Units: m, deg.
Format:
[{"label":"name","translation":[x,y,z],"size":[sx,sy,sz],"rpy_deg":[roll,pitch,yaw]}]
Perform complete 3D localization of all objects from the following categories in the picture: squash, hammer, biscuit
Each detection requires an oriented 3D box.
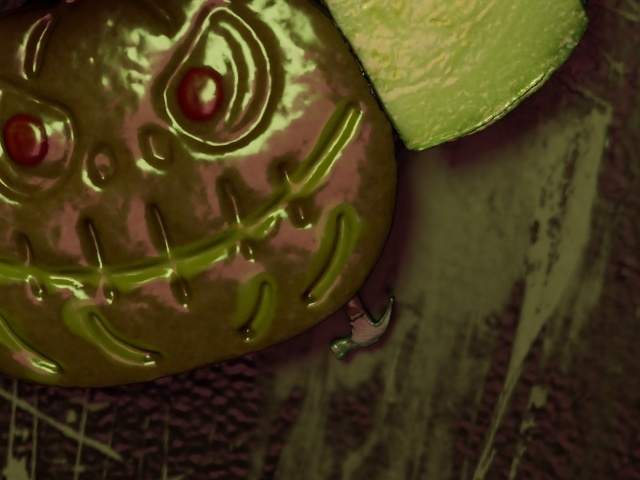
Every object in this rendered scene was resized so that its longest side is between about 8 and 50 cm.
[{"label":"squash","translation":[0.096,-0.184,1.082],"size":[0.184,0.085,0.192],"rpy_deg":[-29,108,5]},{"label":"hammer","translation":[0.000,0.000,1.164],"size":[0.062,0.017,0.182],"rpy_deg":[-26,96,11]},{"label":"biscuit","translation":[-0.147,-0.064,1.134],"size":[0.394,0.070,0.350],"rpy_deg":[-21,95,13]}]
